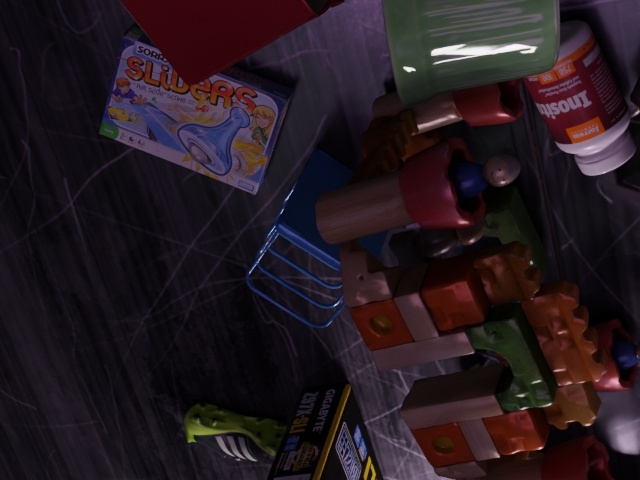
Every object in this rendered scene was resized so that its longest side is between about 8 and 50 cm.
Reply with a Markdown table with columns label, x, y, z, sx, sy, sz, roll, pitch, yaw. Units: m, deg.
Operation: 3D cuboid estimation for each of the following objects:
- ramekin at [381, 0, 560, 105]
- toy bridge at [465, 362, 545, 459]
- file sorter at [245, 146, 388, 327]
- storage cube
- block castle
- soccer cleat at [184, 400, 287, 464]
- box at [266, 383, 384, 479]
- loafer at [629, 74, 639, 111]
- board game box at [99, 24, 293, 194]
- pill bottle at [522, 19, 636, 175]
| label | x | y | z | sx | sy | sz | roll | pitch | yaw |
| --- | --- | --- | --- | --- | --- | --- | --- | --- | --- |
| ramekin | 0.134 | -0.283 | 1.148 | 0.148 | 0.303 | 0.303 | -5 | 119 | 8 |
| toy bridge | 0.238 | 0.232 | 1.587 | 0.188 | 0.026 | 0.063 | 43 | 122 | -12 |
| file sorter | 0.000 | 0.000 | 1.422 | 0.118 | 0.170 | 0.104 | 32 | 125 | -6 |
| storage cube | -0.084 | -0.298 | 1.230 | 0.193 | 0.183 | 0.215 | -21 | 115 | 41 |
| block castle | 0.204 | 0.050 | 1.325 | 0.213 | 0.303 | 0.453 | -14 | 116 | 29 |
| soccer cleat | -0.099 | 0.271 | 1.681 | 0.179 | 0.060 | 0.072 | 18 | 133 | 11 |
| box | 0.024 | 0.388 | 1.597 | 0.079 | 0.257 | 0.322 | -10 | 117 | 18 |
| loafer | 0.378 | -0.153 | 1.254 | 0.130 | 0.134 | 0.366 | -3 | 119 | 16 |
| board game box | -0.146 | -0.150 | 1.447 | 0.201 | 0.035 | 0.136 | 21 | 123 | 1 |
| pill bottle | 0.273 | -0.148 | 1.312 | 0.086 | 0.086 | 0.152 | -22 | 113 | 25 |
